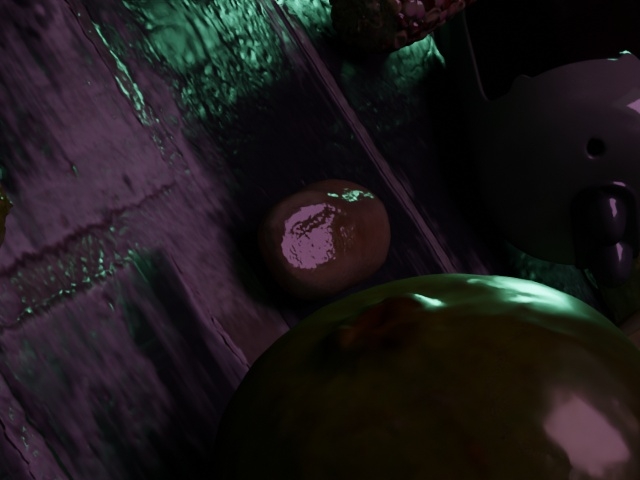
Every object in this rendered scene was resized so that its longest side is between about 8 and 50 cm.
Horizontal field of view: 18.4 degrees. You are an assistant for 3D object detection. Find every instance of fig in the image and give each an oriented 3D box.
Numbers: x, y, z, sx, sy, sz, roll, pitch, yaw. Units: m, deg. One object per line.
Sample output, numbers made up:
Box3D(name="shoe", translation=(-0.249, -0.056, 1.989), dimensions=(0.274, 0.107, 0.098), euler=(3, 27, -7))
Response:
Box3D(name="fig", translation=(0.085, 0.180, 1.032), dimensions=(0.326, 0.258, 0.258), euler=(68, 21, -10))

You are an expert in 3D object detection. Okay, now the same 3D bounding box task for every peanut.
Box3D(name="peanut", translation=(0.000, 0.000, 1.315), dimensions=(0.076, 0.076, 0.152), euler=(59, 20, 4))

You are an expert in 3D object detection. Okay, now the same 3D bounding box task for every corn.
Box3D(name="corn", translation=(0.123, -0.244, 1.691), dimensions=(0.280, 0.092, 0.092), euler=(-31, 89, -29))

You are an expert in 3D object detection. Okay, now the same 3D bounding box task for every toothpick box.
Box3D(name="toothpick box", translation=(0.229, -0.107, 1.769), dimensions=(0.229, 0.229, 0.316), euler=(39, 30, -39))

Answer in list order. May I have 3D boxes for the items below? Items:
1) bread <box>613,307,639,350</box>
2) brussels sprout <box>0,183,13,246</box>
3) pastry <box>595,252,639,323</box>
Box3D(name="bread", translation=(0.285, 0.128, 1.626), dimensions=(0.158, 0.156, 0.261), euler=(58, 23, 5))
Box3D(name="brussels sprout", translation=(-0.189, -0.021, 0.971), dimensions=(0.085, 0.058, 0.085), euler=(28, 33, -21))
Box3D(name="pastry", translation=(0.321, 0.043, 1.916), dimensions=(0.153, 0.081, 0.153), euler=(35, 29, -23))
